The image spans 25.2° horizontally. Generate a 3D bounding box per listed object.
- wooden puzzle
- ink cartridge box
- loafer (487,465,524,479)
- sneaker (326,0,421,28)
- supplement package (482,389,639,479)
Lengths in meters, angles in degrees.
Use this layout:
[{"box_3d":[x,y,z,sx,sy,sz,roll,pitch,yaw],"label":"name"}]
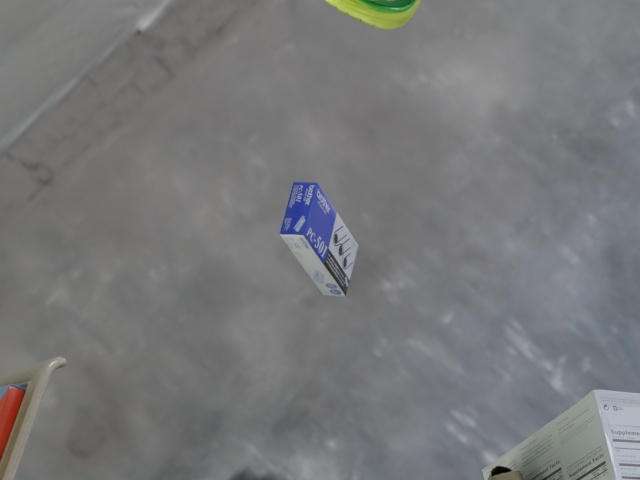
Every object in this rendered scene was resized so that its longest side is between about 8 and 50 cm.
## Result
[{"box_3d":[-0.376,0.238,1.555,0.221,0.044,0.239,-20,44,55],"label":"wooden puzzle"},{"box_3d":[0.000,0.000,2.287,0.207,0.046,0.097,55,-137,-54],"label":"ink cartridge box"},{"box_3d":[0.239,0.321,1.821,0.056,0.050,0.148,-12,3,-11],"label":"loafer"},{"box_3d":[-0.009,-0.352,1.634,0.123,0.295,0.109,-60,15,20],"label":"sneaker"},{"box_3d":[0.377,0.320,1.883,0.204,0.145,0.262,8,-33,-27],"label":"supplement package"}]
